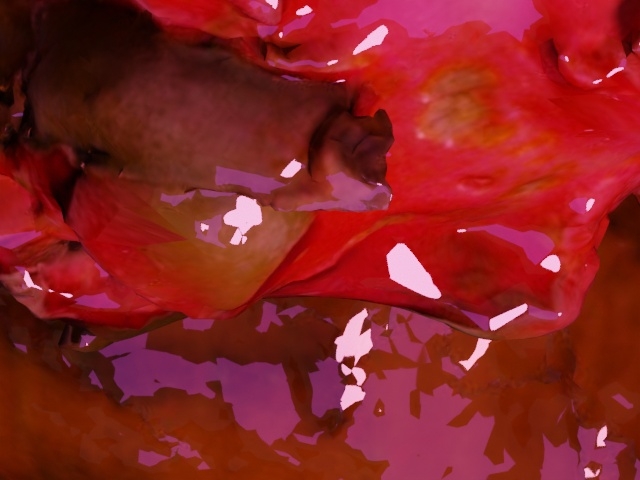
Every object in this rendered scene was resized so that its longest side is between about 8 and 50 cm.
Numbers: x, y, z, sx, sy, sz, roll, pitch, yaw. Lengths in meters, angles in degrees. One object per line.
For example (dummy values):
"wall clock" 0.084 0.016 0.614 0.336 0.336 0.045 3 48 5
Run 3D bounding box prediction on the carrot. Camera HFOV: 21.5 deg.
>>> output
"carrot" 0.000 0.000 0.605 0.340 0.242 0.241 15 149 6

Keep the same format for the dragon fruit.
"dragon fruit" 0.019 -0.105 0.398 0.302 0.231 0.237 -33 152 11
